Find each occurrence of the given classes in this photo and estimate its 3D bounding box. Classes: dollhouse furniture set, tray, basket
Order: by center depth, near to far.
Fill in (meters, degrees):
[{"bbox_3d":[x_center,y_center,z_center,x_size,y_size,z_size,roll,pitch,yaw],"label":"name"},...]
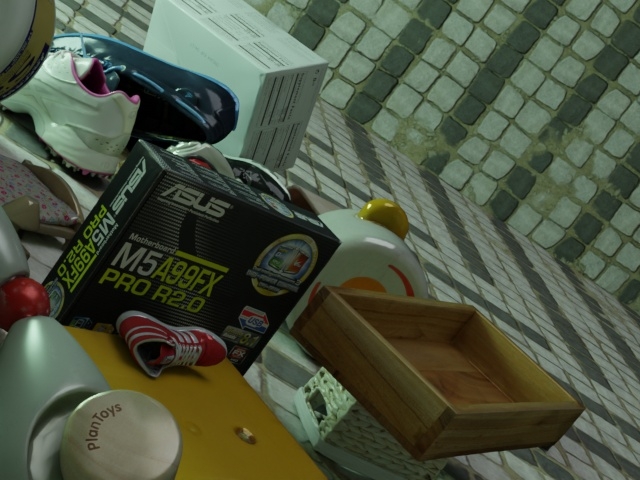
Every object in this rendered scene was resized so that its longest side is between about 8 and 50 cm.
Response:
[{"bbox_3d":[-0.282,-0.079,1.503,0.355,0.173,0.303,44,15,29],"label":"dollhouse furniture set"},{"bbox_3d":[0.147,0.154,1.542,0.203,0.076,0.411,44,16,26],"label":"tray"},{"bbox_3d":[0.071,0.207,1.551,0.167,0.103,0.113,30,15,-27],"label":"basket"}]

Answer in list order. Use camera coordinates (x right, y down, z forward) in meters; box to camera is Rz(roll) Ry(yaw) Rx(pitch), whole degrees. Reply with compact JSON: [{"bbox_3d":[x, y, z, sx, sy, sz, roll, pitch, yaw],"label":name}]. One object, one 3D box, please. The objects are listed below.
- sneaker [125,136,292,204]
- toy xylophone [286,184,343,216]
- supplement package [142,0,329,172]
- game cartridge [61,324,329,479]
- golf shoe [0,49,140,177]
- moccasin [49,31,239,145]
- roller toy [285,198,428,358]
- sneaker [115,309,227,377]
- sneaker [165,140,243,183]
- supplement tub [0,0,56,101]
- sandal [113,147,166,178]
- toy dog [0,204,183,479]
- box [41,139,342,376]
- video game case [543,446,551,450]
[{"bbox_3d":[-0.183,-0.092,2.003,0.283,0.107,0.124,30,19,12],"label":"sneaker"},{"bbox_3d":[0.000,0.000,2.144,0.236,0.081,0.322,30,14,-27],"label":"toy xylophone"},{"bbox_3d":[-0.149,-0.253,2.129,0.145,0.204,0.262,-17,47,-45],"label":"supplement package"},{"bbox_3d":[-0.131,0.191,1.232,0.324,0.052,0.285,16,24,-50],"label":"game cartridge"},{"bbox_3d":[-0.371,-0.217,1.841,0.306,0.140,0.115,38,15,15],"label":"golf shoe"},{"bbox_3d":[-0.289,-0.217,1.917,0.342,0.137,0.117,11,33,12],"label":"moccasin"},{"bbox_3d":[0.039,0.059,1.784,0.146,0.191,0.209,-114,-168,-67],"label":"roller toy"},{"bbox_3d":[-0.138,0.108,1.291,0.118,0.042,0.067,19,16,-28],"label":"sneaker"},{"bbox_3d":[-0.140,-0.021,1.865,0.279,0.107,0.118,43,46,-42],"label":"sneaker"},{"bbox_3d":[-0.439,-0.275,1.563,0.241,0.241,0.331,35,-1,-6],"label":"supplement tub"},{"bbox_3d":[-0.245,-0.103,1.886,0.088,0.079,0.240,22,19,-47],"label":"sandal"},{"bbox_3d":[-0.244,0.113,0.974,0.161,0.220,0.334,-18,39,-35],"label":"toy dog"},{"bbox_3d":[-0.136,0.035,1.379,0.270,0.216,0.060,23,19,-47],"label":"box"},{"bbox_3d":[0.277,0.220,2.191,0.275,0.035,0.248,37,13,6],"label":"video game case"}]
